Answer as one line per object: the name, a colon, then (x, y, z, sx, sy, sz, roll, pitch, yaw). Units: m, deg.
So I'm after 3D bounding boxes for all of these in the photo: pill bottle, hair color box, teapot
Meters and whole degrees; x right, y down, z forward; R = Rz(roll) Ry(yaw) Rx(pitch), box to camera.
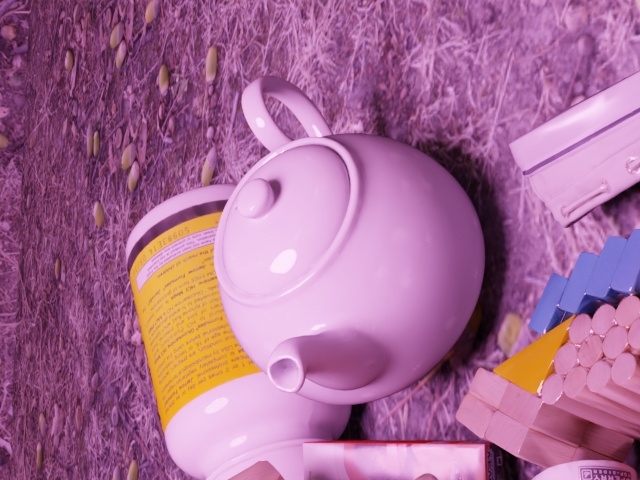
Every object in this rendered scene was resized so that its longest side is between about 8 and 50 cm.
pill bottle: (-0.079, 0.122, 1.060, 0.188, 0.188, 0.334, -54, 43, 41)
hair color box: (0.069, 0.213, 0.867, 0.167, 0.053, 0.093, -6, 80, 28)
teapot: (0.000, 0.000, 0.878, 0.256, 0.187, 0.252, 19, 76, 50)

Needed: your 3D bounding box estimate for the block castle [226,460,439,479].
block castle: (0.007, 0.391, 0.721, 0.303, 0.213, 0.453, -12, 101, 56)

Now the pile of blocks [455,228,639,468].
pile of blocks: (0.238, 0.047, 0.636, 0.362, 0.113, 0.149, -39, 35, 46)

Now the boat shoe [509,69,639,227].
boat shoe: (0.234, -0.075, 0.663, 0.267, 0.096, 0.088, -28, 91, 48)

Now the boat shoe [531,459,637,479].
boat shoe: (0.156, 0.207, 0.696, 0.219, 0.078, 0.070, 89, -175, -63)
